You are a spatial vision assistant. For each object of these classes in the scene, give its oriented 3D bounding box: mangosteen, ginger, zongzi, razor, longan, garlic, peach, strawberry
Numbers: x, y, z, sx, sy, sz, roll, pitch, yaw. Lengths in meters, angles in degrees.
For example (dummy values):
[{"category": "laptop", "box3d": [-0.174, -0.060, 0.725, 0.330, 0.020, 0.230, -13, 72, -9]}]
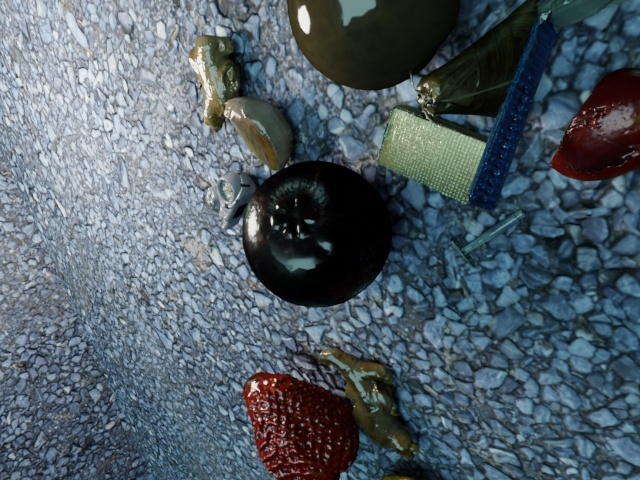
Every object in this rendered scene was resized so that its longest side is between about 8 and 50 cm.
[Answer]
[{"category": "mangosteen", "box3d": [0.002, -0.006, 0.867, 0.300, 0.300, 0.301, 18, 123, 30]}, {"category": "ginger", "box3d": [0.137, 0.407, 1.103, 0.166, 0.080, 0.333, -26, 89, 29]}, {"category": "zongzi", "box3d": [0.223, -0.265, 0.606, 0.084, 0.187, 0.184, 46, 136, 41]}, {"category": "razor", "box3d": [0.306, -0.012, 0.775, 0.068, 0.040, 0.135, 51, 127, 3]}, {"category": "longan", "box3d": [0.078, -0.347, 0.629, 0.257, 0.258, 0.258, 18, 123, 30]}, {"category": "garlic", "box3d": [-0.128, -0.247, 0.944, 0.195, 0.087, 0.101, 45, 129, -9]}, {"category": "peach", "box3d": [0.392, -0.147, 0.591, 0.127, 0.092, 0.172, 50, 131, 2]}, {"category": "ginger", "box3d": [-0.235, -0.354, 0.994, 0.137, 0.074, 0.214, 16, 118, 37]}, {"category": "strawberry", "box3d": [-0.083, 0.497, 1.176, 0.311, 0.267, 0.351, -17, 119, 47]}]

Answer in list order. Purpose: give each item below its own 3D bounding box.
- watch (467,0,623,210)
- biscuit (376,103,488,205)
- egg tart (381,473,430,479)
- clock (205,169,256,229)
[{"category": "watch", "box3d": [0.320, -0.198, 0.560, 0.276, 0.068, 0.275, -13, 73, 50]}, {"category": "biscuit", "box3d": [0.203, -0.156, 0.772, 0.199, 0.040, 0.121, 32, 131, 23]}, {"category": "egg tart", "box3d": [0.260, 0.703, 1.138, 0.240, 0.105, 0.241, 19, 122, 33]}, {"category": "clock", "box3d": [-0.240, -0.123, 1.115, 0.117, 0.080, 0.176, 48, 135, 9]}]
